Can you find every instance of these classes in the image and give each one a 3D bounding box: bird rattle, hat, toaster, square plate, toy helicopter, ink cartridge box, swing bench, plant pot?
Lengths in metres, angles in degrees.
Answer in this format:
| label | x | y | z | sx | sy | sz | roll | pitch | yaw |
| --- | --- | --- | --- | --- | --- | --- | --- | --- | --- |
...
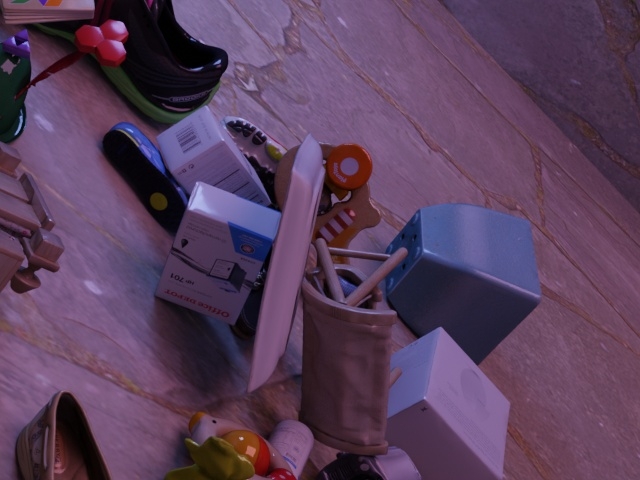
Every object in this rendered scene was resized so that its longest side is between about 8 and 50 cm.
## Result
| label | x | y | z | sx | sy | sz | roll | pitch | yaw |
| --- | --- | --- | --- | --- | --- | --- | --- | --- | --- |
| bird rattle | -0.093 | 0.321 | 1.591 | 0.254 | 0.143 | 0.207 | 18 | 21 | -27 |
| hat | -0.443 | -0.262 | 1.647 | 0.173 | 0.184 | 0.208 | 48 | 30 | -17 |
| toaster | 0.103 | 0.435 | 1.819 | 0.146 | 0.129 | 0.227 | -1 | 59 | -59 |
| square plate | -0.046 | 0.026 | 1.761 | 0.049 | 0.344 | 0.347 | 13 | 15 | 0 |
| toy helicopter | 0.000 | 0.000 | 2.045 | 0.140 | 0.235 | 0.355 | -116 | -166 | -88 |
| ink cartridge box | -0.159 | 0.022 | 1.741 | 0.140 | 0.190 | 0.082 | 21 | 37 | -6 |
| swing bench | 0.046 | 0.166 | 1.817 | 0.254 | 0.165 | 0.253 | -69 | 164 | -64 |
| plant pot | 0.274 | 0.069 | 2.351 | 0.252 | 0.248 | 0.247 | 22 | 40 | -18 |

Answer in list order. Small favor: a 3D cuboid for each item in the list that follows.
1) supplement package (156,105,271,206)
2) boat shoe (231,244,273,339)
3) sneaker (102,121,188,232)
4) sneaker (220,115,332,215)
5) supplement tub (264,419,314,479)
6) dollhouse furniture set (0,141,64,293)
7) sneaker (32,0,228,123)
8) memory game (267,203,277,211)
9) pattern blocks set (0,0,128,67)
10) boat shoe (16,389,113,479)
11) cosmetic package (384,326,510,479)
| label | x | y | z | sx | sy | sz | roll | pitch | yaw |
| --- | --- | --- | --- | --- | --- | --- | --- | --- | --- |
| supplement package | -0.179 | -0.118 | 1.909 | 0.179 | 0.105 | 0.105 | 54 | 5 | -48 |
| boat shoe | -0.114 | 0.070 | 1.922 | 0.073 | 0.073 | 0.207 | 34 | 37 | -35 |
| sneaker | -0.271 | -0.110 | 1.872 | 0.209 | 0.069 | 0.082 | 53 | 25 | -5 |
| sneaker | -0.081 | -0.140 | 2.153 | 0.279 | 0.107 | 0.118 | 46 | 9 | -15 |
| supplement tub | -0.056 | 0.334 | 1.740 | 0.071 | 0.071 | 0.107 | 50 | 29 | -11 |
| dollhouse furniture set | -0.517 | -0.031 | 1.438 | 0.303 | 0.173 | 0.355 | 29 | 14 | -40 |
| sneaker | -0.351 | -0.404 | 1.911 | 0.483 | 0.202 | 0.185 | 37 | 33 | -29 |
| memory game | -0.101 | -0.021 | 2.097 | 0.186 | 0.012 | 0.186 | 37 | 34 | -31 |
| pattern blocks set | -0.422 | -0.402 | 1.719 | 0.286 | 0.026 | 0.324 | 5 | 58 | -15 |
| boat shoe | -0.288 | 0.310 | 1.337 | 0.105 | 0.089 | 0.285 | 2 | 44 | -41 |
| cosmetic package | 0.228 | 0.328 | 2.105 | 0.224 | 0.138 | 0.224 | 48 | 28 | -15 |
